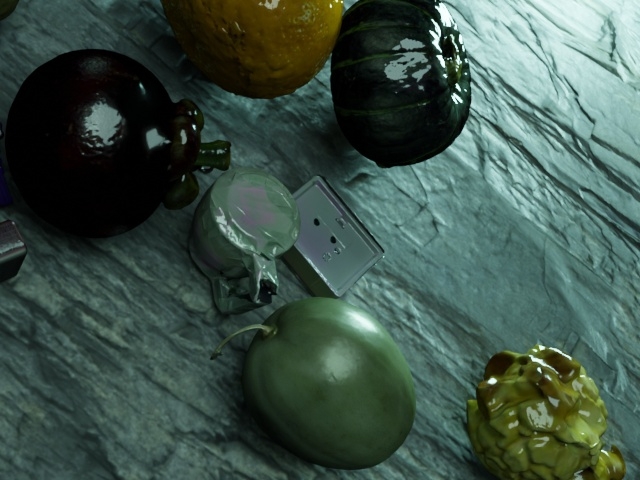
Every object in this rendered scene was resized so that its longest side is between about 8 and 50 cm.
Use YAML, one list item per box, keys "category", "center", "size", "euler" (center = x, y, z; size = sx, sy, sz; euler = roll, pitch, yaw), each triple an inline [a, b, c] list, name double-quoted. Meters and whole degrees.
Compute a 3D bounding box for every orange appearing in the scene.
- category: "orange"
  center: [-0.111, -0.420, 1.799]
  size: [0.293, 0.340, 0.341]
  euler: [-36, 89, -15]

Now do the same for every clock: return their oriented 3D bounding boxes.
- category: "clock"
  center: [0.000, 0.000, 1.846]
  size: [0.192, 0.071, 0.147]
  euler: [50, 57, -2]

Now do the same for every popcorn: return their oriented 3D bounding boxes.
- category: "popcorn"
  center: [0.398, 0.324, 1.842]
  size: [0.332, 0.225, 0.265]
  euler: [36, 40, -22]

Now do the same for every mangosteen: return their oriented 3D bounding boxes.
- category: "mangosteen"
  center: [-0.326, -0.144, 1.594]
  size: [0.297, 0.313, 0.297]
  euler: [-28, 124, -51]

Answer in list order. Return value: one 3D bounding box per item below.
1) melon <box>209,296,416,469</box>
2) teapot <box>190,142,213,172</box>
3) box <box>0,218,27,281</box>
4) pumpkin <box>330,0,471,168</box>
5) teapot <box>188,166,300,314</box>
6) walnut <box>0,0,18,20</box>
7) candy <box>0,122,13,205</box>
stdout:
- category: "melon"
  center: [0.012, 0.226, 1.657]
  size: [0.272, 0.271, 0.308]
  euler: [-48, 128, -33]
- category: "teapot"
  center: [-0.228, -0.147, 1.805]
  size: [0.100, 0.045, 0.068]
  euler: [39, 34, -28]
- category: "box"
  center: [-0.547, 0.050, 1.517]
  size: [0.224, 0.120, 0.069]
  euler: [-24, 79, -31]
- category: "pumpkin"
  center: [0.142, -0.294, 1.905]
  size: [0.323, 0.241, 0.323]
  euler: [-1, 90, -68]
- category: "teapot"
  center: [-0.123, 0.008, 1.724]
  size: [0.163, 0.178, 0.222]
  euler: [-26, 80, -38]
- category: "walnut"
  center: [-0.603, -0.438, 1.619]
  size: [0.283, 0.227, 0.283]
  euler: [-16, 113, -41]
- category: "candy"
  center: [-0.601, -0.099, 1.580]
  size: [0.275, 0.070, 0.145]
  euler: [-15, 86, -33]
